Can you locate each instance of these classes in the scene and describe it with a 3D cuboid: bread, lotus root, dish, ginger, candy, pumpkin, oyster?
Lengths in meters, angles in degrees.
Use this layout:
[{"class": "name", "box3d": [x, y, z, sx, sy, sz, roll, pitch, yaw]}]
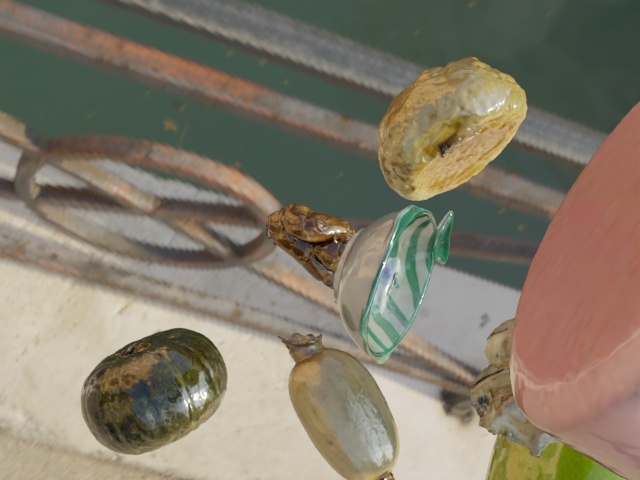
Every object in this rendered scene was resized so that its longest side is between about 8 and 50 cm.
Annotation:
[{"class": "bread", "box3d": [0.185, -0.174, 1.915, 0.244, 0.244, 0.134, -21, 64, -27]}, {"class": "lotus root", "box3d": [0.018, 0.131, 0.998, 0.073, 0.062, 0.150, -29, 89, -45]}, {"class": "dish", "box3d": [0.079, 0.037, 1.601, 0.078, 0.224, 0.246, 20, 35, 23]}, {"class": "ginger", "box3d": [0.000, 0.000, 1.890, 0.162, 0.103, 0.073, 41, 56, -8]}, {"class": "candy", "box3d": [0.201, 0.002, 0.671, 0.094, 0.255, 0.255, 30, 63, -10]}, {"class": "pumpkin", "box3d": [-0.235, 0.216, 1.819, 0.224, 0.224, 0.157, -29, 105, -28]}, {"class": "oyster", "box3d": [0.209, 0.083, 0.961, 0.209, 0.072, 0.132, -12, 61, 15]}]

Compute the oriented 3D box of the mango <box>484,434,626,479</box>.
[{"class": "mango", "box3d": [0.248, 0.213, 1.193, 0.175, 0.143, 0.293, 20, 84, 16]}]
